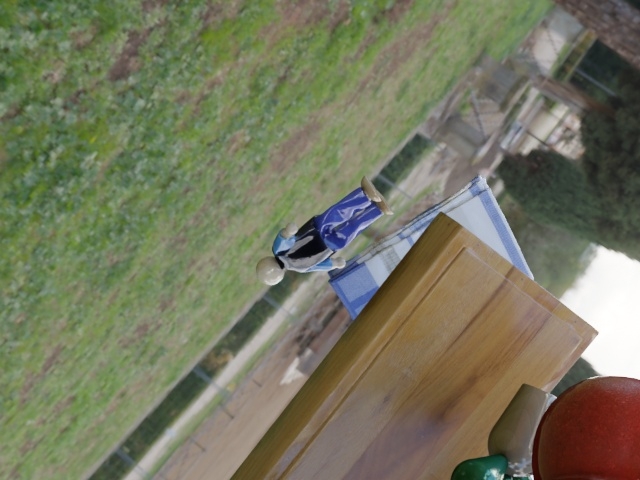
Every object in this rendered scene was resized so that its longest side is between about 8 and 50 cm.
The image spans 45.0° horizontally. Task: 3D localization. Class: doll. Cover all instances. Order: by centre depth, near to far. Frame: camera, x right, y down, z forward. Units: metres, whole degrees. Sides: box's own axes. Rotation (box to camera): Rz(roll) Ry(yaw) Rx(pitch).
[{"bbox_3d":[0.000,0.000,0.970,0.189,0.046,0.129,-34,142,10],"label":"doll"}]

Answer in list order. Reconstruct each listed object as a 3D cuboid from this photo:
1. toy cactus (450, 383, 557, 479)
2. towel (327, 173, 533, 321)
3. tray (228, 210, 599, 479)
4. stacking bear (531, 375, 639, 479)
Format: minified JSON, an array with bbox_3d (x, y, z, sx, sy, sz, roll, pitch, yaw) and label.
[{"bbox_3d":[0.151,0.208,0.629,0.219,0.112,0.180,31,81,-38],"label":"toy cactus"},{"bbox_3d":[0.173,0.054,1.188,0.285,0.209,0.034,-33,-158,-1],"label":"towel"},{"bbox_3d":[0.085,0.194,0.826,0.411,0.203,0.076,-52,-163,7],"label":"tray"},{"bbox_3d":[0.149,0.198,0.404,0.175,0.164,0.289,-44,-169,47],"label":"stacking bear"}]
